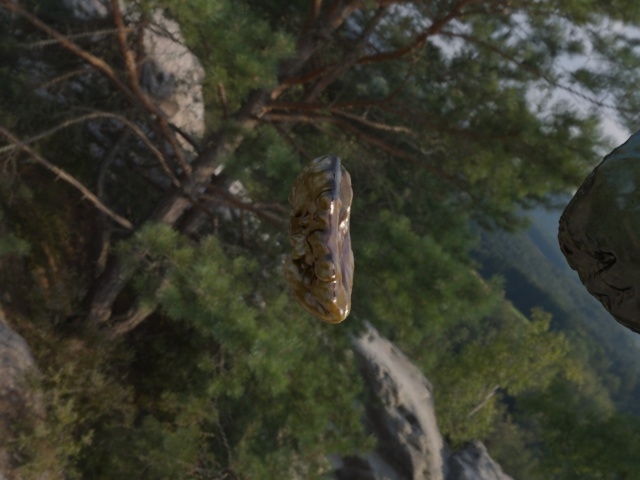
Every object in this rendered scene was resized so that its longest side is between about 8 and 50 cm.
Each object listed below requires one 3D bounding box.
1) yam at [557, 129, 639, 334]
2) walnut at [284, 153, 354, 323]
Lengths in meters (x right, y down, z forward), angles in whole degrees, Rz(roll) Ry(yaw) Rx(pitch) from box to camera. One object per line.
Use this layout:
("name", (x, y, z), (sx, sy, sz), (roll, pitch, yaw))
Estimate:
("yam", (0.359, 0.020, 0.555), (0.300, 0.195, 0.195), (32, 4, 31))
("walnut", (0.000, 0.000, 0.712), (0.143, 0.069, 0.170), (50, 40, -80))
